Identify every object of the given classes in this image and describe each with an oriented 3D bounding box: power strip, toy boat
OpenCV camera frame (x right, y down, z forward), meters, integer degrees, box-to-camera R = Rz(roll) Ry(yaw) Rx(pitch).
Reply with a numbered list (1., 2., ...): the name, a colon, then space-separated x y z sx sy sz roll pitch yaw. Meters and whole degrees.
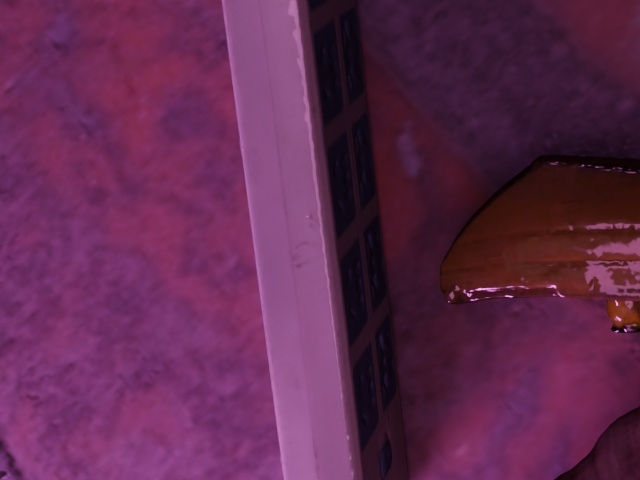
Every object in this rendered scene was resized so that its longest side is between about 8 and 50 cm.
1. power strip: 0.000 0.000 0.873 0.043 0.106 0.367 -3 106 15
2. toy boat: 0.216 0.027 0.848 0.321 0.089 0.121 5 102 9

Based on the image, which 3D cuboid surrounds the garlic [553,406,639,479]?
1. garlic: 0.184 0.223 0.832 0.245 0.253 0.245 2 114 5
